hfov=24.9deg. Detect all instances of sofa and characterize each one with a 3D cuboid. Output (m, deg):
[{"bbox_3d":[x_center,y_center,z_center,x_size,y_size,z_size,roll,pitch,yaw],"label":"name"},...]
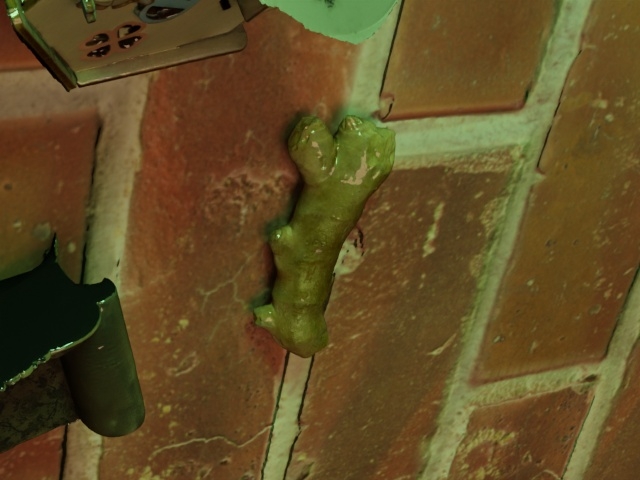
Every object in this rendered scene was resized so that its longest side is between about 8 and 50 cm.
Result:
[{"bbox_3d":[-0.298,0.146,1.336,0.258,0.182,0.200,-22,134,-18],"label":"sofa"}]

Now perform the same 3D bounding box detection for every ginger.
[{"bbox_3d":[0.001,0.002,1.501,0.118,0.065,0.299,2,122,-18],"label":"ginger"}]

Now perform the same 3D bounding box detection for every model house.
[{"bbox_3d":[-0.140,-0.214,1.102,0.244,0.169,0.326,-27,169,34],"label":"model house"}]

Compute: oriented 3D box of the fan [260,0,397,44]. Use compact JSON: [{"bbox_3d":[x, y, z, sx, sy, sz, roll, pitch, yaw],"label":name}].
[{"bbox_3d":[0.020,-0.296,1.054,0.182,0.010,0.310,26,70,-36],"label":"fan"}]
